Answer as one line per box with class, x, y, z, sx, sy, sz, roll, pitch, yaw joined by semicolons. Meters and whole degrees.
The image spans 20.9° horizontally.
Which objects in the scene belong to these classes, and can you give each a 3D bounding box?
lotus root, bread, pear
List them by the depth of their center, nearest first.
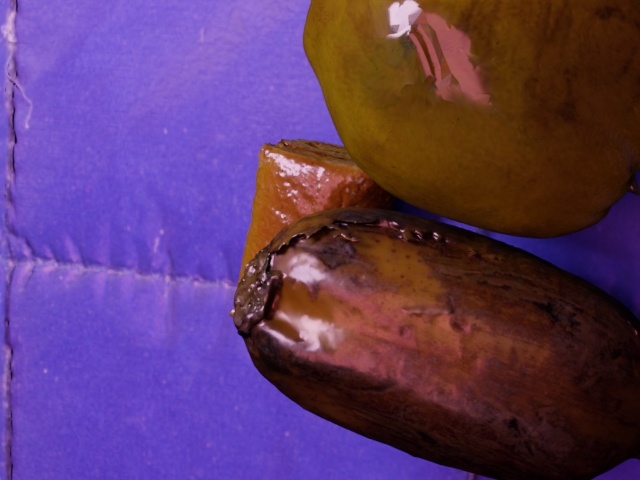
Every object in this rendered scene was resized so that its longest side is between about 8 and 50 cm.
pear;0.141;-0.142;1.429;0.321;0.269;0.269;37;111;5
lotus root;0.121;0.094;1.469;0.397;0.179;0.196;20;109;-3
bread;0.000;0.000;1.586;0.132;0.103;0.172;13;103;16
